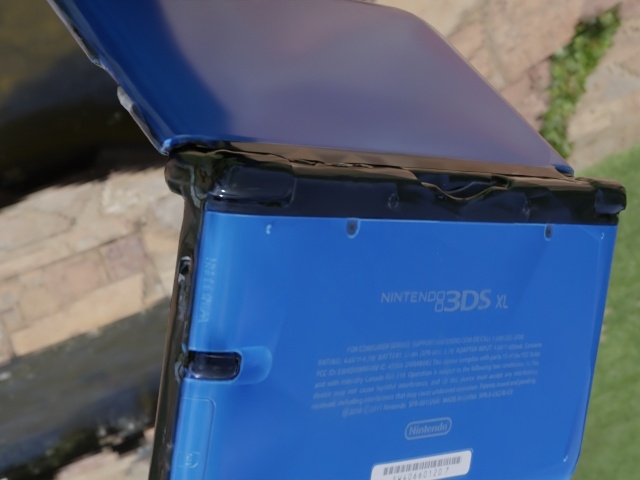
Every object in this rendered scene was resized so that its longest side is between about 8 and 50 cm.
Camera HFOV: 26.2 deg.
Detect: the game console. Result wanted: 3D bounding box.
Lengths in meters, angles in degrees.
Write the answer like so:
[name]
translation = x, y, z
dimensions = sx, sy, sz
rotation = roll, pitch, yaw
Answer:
[game console]
translation = 0.000, 0.000, 0.680
dimensions = 0.293, 0.173, 0.250
rotation = 1, 100, -46
